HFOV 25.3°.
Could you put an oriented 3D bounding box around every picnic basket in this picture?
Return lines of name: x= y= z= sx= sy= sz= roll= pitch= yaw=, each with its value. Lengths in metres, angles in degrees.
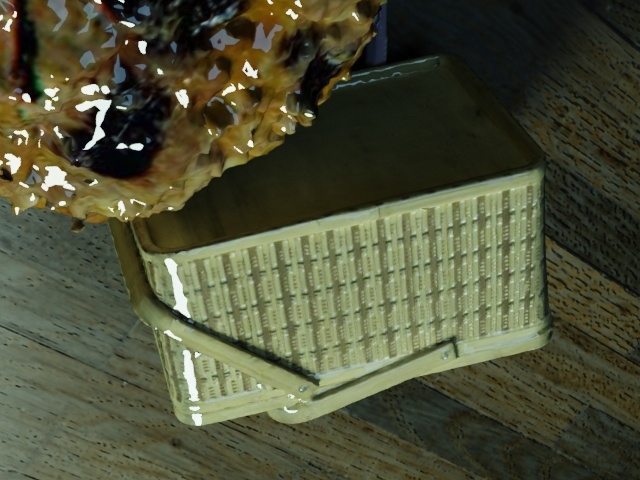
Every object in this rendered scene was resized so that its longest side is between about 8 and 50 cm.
picnic basket: x=0.000 y=0.000 z=1.108 sx=0.313 sy=0.228 sz=0.175 roll=-13 pitch=123 yaw=-9

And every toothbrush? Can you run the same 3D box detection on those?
toothbrush: x=0.050 y=-0.173 z=1.164 sx=0.029 sy=0.024 sz=0.354 roll=-15 pitch=125 yaw=-21

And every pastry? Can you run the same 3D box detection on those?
pastry: x=-0.127 y=-0.200 z=0.896 sx=0.337 sy=0.292 sz=0.405 roll=-15 pitch=124 yaw=0
